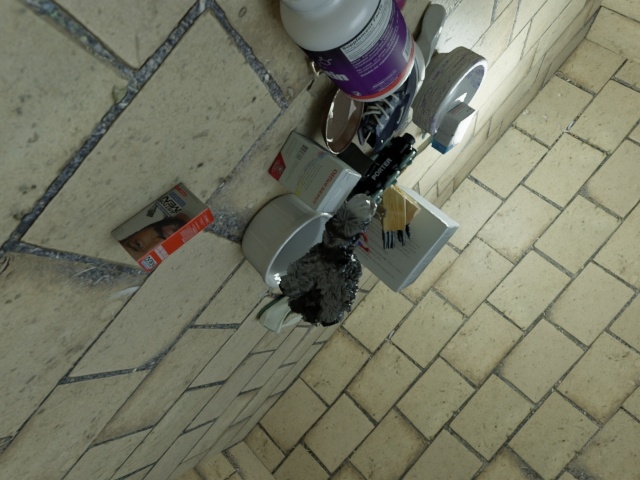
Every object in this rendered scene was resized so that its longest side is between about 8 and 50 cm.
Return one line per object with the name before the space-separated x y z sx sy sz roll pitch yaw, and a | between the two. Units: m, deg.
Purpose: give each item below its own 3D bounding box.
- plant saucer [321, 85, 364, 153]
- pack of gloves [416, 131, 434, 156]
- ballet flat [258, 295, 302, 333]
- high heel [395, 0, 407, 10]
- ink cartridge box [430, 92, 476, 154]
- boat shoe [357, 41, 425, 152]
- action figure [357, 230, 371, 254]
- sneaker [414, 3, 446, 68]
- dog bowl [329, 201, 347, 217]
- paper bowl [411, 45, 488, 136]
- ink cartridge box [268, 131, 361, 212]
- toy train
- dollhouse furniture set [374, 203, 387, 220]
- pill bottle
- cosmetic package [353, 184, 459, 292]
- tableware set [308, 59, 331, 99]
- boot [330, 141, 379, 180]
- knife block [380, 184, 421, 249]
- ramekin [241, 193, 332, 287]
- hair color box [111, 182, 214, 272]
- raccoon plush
plant saucer | 0.053 -0.325 1.059 0.198 0.036 0.198 -47 150 -38
pack of gloves | 0.448 -0.450 1.616 0.232 0.046 0.195 -39 -161 55
ballet flat | -0.083 0.259 1.750 0.400 0.139 0.139 -36 157 -33
high heel | 0.108 -0.473 0.941 0.117 0.082 0.244 -9 158 -19
ink cartridge box | 0.449 -0.388 1.369 0.104 0.060 0.180 -37 158 -27
boat shoe | 0.186 -0.384 1.144 0.158 0.127 0.340 -52 162 -17
action figure | 0.146 0.012 1.787 0.280 0.139 0.091 -30 154 -48
sneaker | 0.299 -0.554 1.172 0.212 0.080 0.094 -62 168 28
dog bowl | 0.000 0.000 1.498 0.349 0.102 0.349 -41 159 -20
paper bowl | 0.411 -0.506 1.375 0.284 0.148 0.284 -42 159 -20
ink cartridge box | -0.012 -0.170 1.049 0.128 0.176 0.127 -55 159 16
toy train | 0.222 -0.241 1.493 0.334 0.142 0.190 -50 170 2
dollhouse furniture set | 0.171 -0.079 1.677 0.151 0.123 0.144 -42 159 -21
pill bottle | 0.049 -0.396 0.745 0.181 0.181 0.323 -54 154 12
cosmetic package | 0.407 -0.015 1.997 0.393 0.327 0.329 -55 160 18
tableware set | 0.027 -0.408 0.933 0.168 0.020 0.141 -48 160 -6
boot | 0.067 -0.194 1.232 0.198 0.137 0.077 -56 159 19
knife block | 0.289 -0.099 1.738 0.242 0.276 0.088 -47 -157 21
ramekin | -0.102 -0.007 1.219 0.277 0.135 0.277 -41 159 -20
hair color box | -0.307 -0.028 0.808 0.167 0.093 0.053 -43 158 -19
raccoon plush | 0.081 0.072 1.222 0.446 0.216 0.299 -48 170 21
